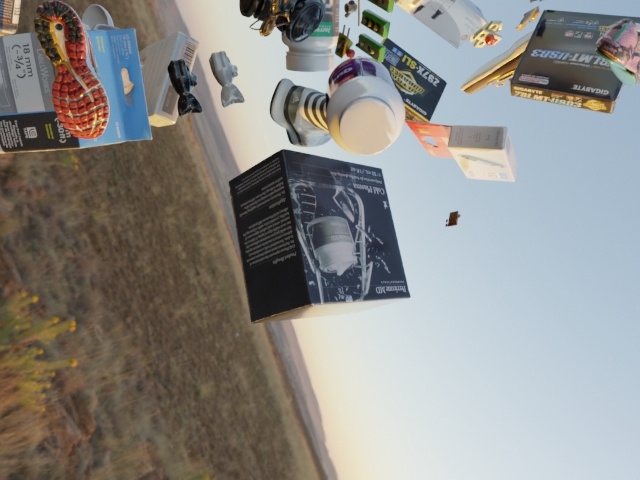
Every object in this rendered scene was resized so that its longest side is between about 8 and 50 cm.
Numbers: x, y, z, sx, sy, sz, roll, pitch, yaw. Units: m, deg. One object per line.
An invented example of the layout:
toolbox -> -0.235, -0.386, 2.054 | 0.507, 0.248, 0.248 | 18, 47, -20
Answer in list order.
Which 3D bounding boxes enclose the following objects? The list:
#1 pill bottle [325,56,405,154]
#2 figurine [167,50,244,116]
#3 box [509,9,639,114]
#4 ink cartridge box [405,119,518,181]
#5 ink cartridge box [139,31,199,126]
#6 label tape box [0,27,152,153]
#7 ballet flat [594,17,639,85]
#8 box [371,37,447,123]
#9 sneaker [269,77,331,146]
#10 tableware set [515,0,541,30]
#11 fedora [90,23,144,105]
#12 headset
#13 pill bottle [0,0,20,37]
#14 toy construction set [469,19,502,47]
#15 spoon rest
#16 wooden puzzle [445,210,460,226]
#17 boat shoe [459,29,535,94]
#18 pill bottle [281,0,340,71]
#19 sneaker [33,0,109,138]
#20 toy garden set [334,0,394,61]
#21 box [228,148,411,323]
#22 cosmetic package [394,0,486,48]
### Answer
pill bottle -> 0.102, -0.319, 1.283 | 0.323, 0.181, 0.182 | -89, 166, -61
figurine -> -0.345, -0.468, 1.639 | 0.092, 0.214, 0.210 | 87, -13, -55
box -> 0.752, -0.533, 1.575 | 0.295, 0.293, 0.073 | 21, -16, 30
ink cartridge box -> 0.383, -0.236, 1.450 | 0.296, 0.261, 0.066 | 22, 79, -63
ink cartridge box -> -0.606, -0.572, 1.977 | 0.385, 0.091, 0.308 | 8, -98, 51
label tape box -> -0.554, -0.321, 1.155 | 0.106, 0.333, 0.241 | -48, 135, -68
ballet flat -> 0.522, -0.316, 0.899 | 0.221, 0.079, 0.077 | -2, 49, -52
box -> 0.327, -0.625, 2.138 | 0.322, 0.257, 0.079 | 34, -33, -9
sneaker -> 0.032, -0.352, 1.673 | 0.447, 0.257, 0.169 | 4, 107, -74
tableware set -> 0.667, -0.728, 1.660 | 0.020, 0.141, 0.169 | 42, -42, 19
fedora -> -0.645, -0.556, 1.647 | 0.124, 0.243, 0.276 | -40, -132, 42
headset -> -0.102, -0.661, 1.460 | 0.185, 0.243, 0.394 | -56, -165, 41
pill bottle -> -0.751, -0.556, 1.213 | 0.130, 0.130, 0.246 | -124, -131, -65
toy construction set -> 0.419, -0.719, 1.678 | 0.215, 0.151, 0.328 | 13, 41, -53
spoon rest -> -0.714, -0.670, 1.805 | 0.276, 0.137, 0.084 | 50, 29, 5
wooden puzzle -> 0.439, -0.071, 1.772 | 0.083, 0.006, 0.049 | 169, -66, -71
boat shoe -> 0.635, -0.592, 1.859 | 0.097, 0.324, 0.117 | 44, 45, -17
pill bottle -> -0.035, -0.773, 1.838 | 0.204, 0.204, 0.361 | -123, -149, -63
sneaker -> -0.408, -0.284, 0.908 | 0.093, 0.088, 0.225 | -117, -157, -62
toy garden set -> 0.111, -0.598, 1.525 | 0.204, 0.049, 0.244 | 50, -35, 38
box -> 0.000, 0.000, 1.751 | 0.297, 0.479, 0.472 | -21, -106, 42
cosmetic package -> 0.287, -0.562, 1.291 | 0.099, 0.239, 0.061 | -36, -129, 39
